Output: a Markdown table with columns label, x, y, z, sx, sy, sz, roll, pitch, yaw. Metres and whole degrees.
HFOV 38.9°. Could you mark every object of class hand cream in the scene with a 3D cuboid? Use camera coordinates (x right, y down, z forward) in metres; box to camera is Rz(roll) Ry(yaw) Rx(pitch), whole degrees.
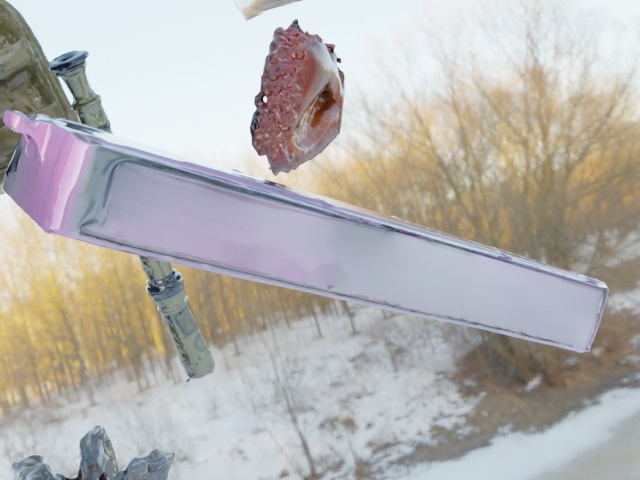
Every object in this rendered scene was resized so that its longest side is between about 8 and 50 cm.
| label | x | y | z | sx | sy | sz | roll | pitch | yaw |
| --- | --- | --- | --- | --- | --- | --- | --- | --- | --- |
| hand cream | -0.052 | -0.240 | 0.850 | 0.043 | 0.067 | 0.209 | -39 | 23 | -13 |

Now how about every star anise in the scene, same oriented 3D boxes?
| label | x | y | z | sx | sy | sz | roll | pitch | yaw |
| --- | --- | --- | --- | --- | --- | --- | --- | --- | --- |
| star anise | -0.239 | 0.276 | 0.912 | 0.212 | 0.196 | 0.073 | -48 | -22 | -25 |

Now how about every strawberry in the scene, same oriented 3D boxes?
| label | x | y | z | sx | sy | sz | roll | pitch | yaw |
| --- | --- | --- | --- | --- | --- | --- | --- | --- | --- |
| strawberry | -0.012 | -0.103 | 0.669 | 0.048 | 0.104 | 0.152 | -4 | 44 | 14 |

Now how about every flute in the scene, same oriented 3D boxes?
| label | x | y | z | sx | sy | sz | roll | pitch | yaw |
| --- | --- | --- | --- | --- | --- | --- | --- | --- | --- |
| flute | -0.113 | -0.007 | 0.575 | 0.027 | 0.233 | 0.027 | -15 | 25 | 7 |

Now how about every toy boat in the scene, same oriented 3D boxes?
| label | x | y | z | sx | sy | sz | roll | pitch | yaw |
| --- | --- | --- | --- | --- | --- | --- | --- | --- | --- |
| toy boat | -0.284 | -0.130 | 0.757 | 0.116 | 0.188 | 0.061 | -29 | -4 | -13 |

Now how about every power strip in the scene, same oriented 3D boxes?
| label | x | y | z | sx | sy | sz | roll | pitch | yaw |
| --- | --- | --- | --- | --- | --- | --- | --- | --- | --- |
| power strip | 0.000 | 0.000 | 0.396 | 0.278 | 0.038 | 0.109 | 15 | 4 | -30 |

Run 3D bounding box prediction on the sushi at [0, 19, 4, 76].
| label | x | y | z | sx | sy | sz | roll | pitch | yaw |
| --- | --- | --- | --- | --- | --- | --- | --- | --- | --- |
| sushi | -0.353 | -0.125 | 0.460 | 0.240 | 0.351 | 0.397 | -14 | -37 | -48 |
